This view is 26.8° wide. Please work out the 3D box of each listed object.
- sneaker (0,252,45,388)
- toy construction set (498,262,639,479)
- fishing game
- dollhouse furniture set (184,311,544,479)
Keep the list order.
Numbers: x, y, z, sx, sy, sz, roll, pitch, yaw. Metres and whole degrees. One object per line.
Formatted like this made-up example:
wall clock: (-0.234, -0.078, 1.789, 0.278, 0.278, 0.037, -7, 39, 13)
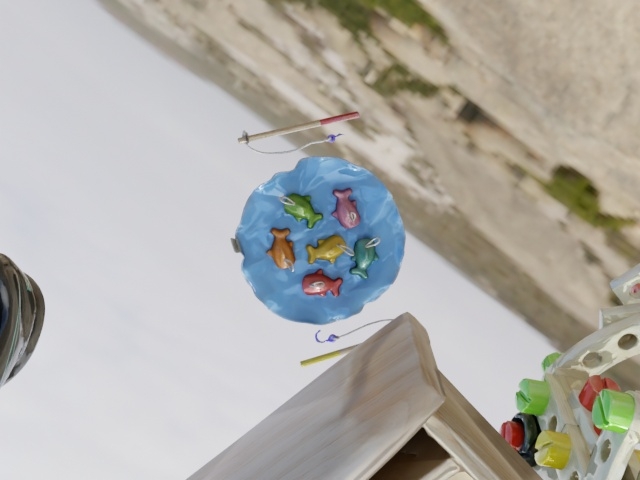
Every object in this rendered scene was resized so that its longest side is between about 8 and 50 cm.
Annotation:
sneaker: (-0.278, 0.120, 0.901, 0.101, 0.267, 0.106, 26, 160, -2)
toy construction set: (0.239, 0.140, 1.058, 0.151, 0.215, 0.328, 19, -151, 0)
fishing game: (0.000, 0.000, 1.443, 0.041, 0.189, 0.264, -155, 54, -83)
dollhouse furniture set: (0.086, 0.163, 0.323, 0.198, 0.286, 0.303, 46, -166, -22)
